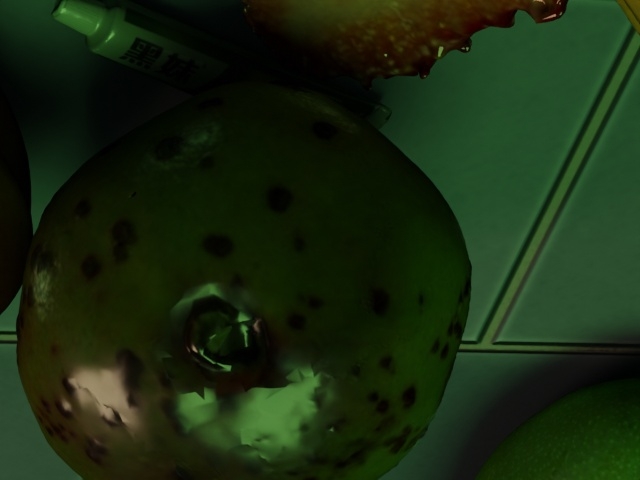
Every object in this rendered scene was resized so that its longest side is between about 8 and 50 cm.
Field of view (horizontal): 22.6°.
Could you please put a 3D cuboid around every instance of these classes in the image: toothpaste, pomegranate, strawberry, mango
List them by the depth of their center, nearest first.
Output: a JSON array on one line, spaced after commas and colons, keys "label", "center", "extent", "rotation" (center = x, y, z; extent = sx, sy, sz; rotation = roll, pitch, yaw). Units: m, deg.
[{"label": "strawberry", "center": [0.031, -0.159, 0.734], "extent": [0.167, 0.087, 0.208], "rotation": [38, 149, -28]}, {"label": "pomegranate", "center": [-0.035, 0.050, 0.836], "extent": [0.231, 0.231, 0.286], "rotation": [-12, 158, 4]}, {"label": "toothpaste", "center": [-0.051, -0.088, 0.837], "extent": [0.204, 0.031, 0.049], "rotation": [20, 137, -36]}, {"label": "mango", "center": [0.206, 0.247, 1.193], "extent": [0.225, 0.201, 0.382], "rotation": [15, 131, 5]}]

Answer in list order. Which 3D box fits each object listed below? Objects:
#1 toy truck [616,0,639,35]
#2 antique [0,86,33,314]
[{"label": "toy truck", "center": [0.253, -0.169, 0.715], "extent": [0.270, 0.135, 0.114], "rotation": [-21, 143, 23]}, {"label": "antique", "center": [-0.257, -0.023, 0.800], "extent": [0.223, 0.129, 0.278], "rotation": [-10, 143, 1]}]
